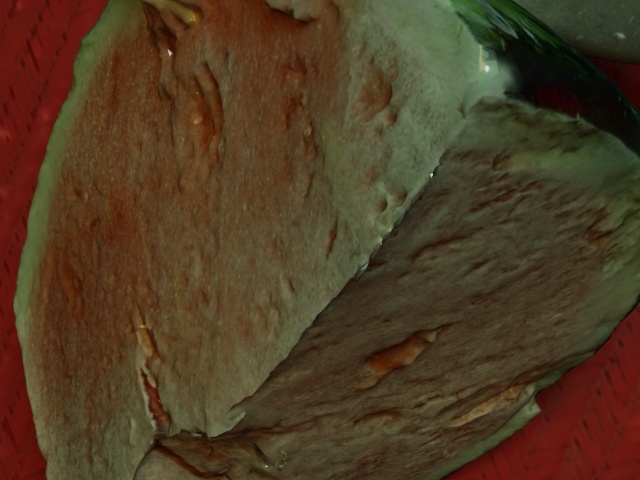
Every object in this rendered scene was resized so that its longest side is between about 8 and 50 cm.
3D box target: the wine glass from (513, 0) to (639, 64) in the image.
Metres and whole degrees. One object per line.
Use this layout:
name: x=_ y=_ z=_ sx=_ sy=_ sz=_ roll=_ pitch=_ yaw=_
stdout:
wine glass: x=0.118 y=-0.081 z=0.499 sx=0.198 sy=0.066 sz=0.066 roll=24 pitch=95 yaw=-15

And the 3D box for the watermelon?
watermelon: x=0.000 y=0.000 z=0.485 sx=0.224 sy=0.180 sz=0.305 roll=32 pitch=137 yaw=-5
